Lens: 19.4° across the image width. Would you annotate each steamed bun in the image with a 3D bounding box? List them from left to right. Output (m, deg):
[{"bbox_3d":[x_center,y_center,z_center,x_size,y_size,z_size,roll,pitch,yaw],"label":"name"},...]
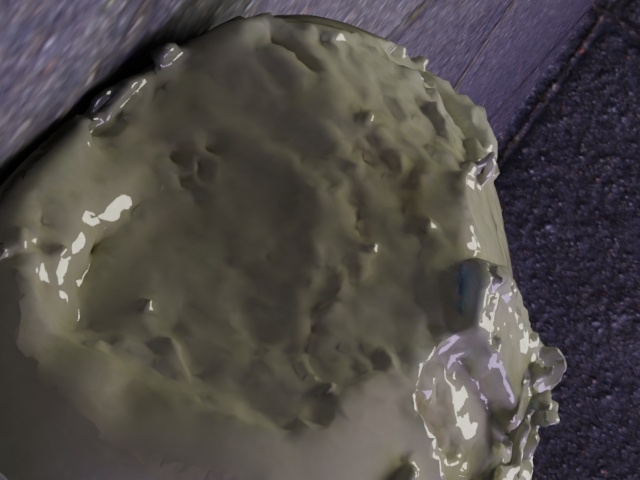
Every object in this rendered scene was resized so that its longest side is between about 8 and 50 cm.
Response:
[{"bbox_3d":[-0.045,0.092,0.787,0.334,0.233,0.312,-47,172,-31],"label":"steamed bun"}]

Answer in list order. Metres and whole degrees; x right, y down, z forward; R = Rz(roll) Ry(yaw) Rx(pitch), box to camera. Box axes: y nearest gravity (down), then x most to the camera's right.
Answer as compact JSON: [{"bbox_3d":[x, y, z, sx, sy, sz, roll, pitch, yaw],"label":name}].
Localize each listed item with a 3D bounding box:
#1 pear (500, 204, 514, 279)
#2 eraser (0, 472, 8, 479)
[{"bbox_3d":[0.023,0.054,1.510,0.178,0.267,0.267,10,122,-54],"label":"pear"},{"bbox_3d":[-0.181,0.119,0.592,0.212,0.092,0.046,-53,176,35],"label":"eraser"}]
